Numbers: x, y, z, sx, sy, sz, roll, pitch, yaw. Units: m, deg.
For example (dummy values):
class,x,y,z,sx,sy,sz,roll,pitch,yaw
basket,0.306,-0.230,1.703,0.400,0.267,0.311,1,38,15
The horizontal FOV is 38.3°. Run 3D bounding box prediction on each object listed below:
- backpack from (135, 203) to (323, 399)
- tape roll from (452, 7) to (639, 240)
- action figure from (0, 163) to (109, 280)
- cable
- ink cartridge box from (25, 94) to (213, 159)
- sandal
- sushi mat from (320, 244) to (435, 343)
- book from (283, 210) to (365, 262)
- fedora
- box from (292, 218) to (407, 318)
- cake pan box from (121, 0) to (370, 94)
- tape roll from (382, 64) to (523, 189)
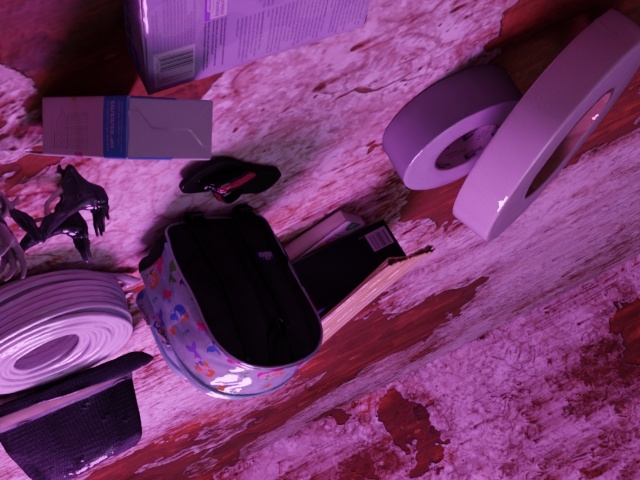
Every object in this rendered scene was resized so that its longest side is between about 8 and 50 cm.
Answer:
class,x,y,z,sx,sy,sz,roll,pitch,yaw
backpack,-0.128,0.103,1.323,0.225,0.253,0.191,-9,146,-46
tape roll,0.350,-0.167,1.399,0.392,0.072,0.392,-45,166,-15
action figure,-0.360,0.003,0.969,0.276,0.140,0.164,-14,167,-39
cable,-0.397,0.134,1.311,0.257,0.089,0.257,-34,160,16
ink cartridge box,-0.206,-0.113,0.923,0.181,0.061,0.104,7,-172,42
sandal,-0.112,-0.076,1.242,0.067,0.040,0.179,-41,157,32
sushi mat,0.055,0.110,1.581,0.316,0.019,0.151,-43,162,33
book,0.000,0.000,1.602,0.144,0.035,0.096,-36,164,17
fedora,-0.407,0.302,1.501,0.334,0.152,0.334,-22,177,-1
box,0.005,0.085,1.647,0.261,0.103,0.184,-26,170,-28
cake pan box,-0.058,-0.256,0.834,0.246,0.070,0.267,-20,159,-15
tape roll,0.205,-0.167,1.395,0.219,0.072,0.219,-25,161,-9
